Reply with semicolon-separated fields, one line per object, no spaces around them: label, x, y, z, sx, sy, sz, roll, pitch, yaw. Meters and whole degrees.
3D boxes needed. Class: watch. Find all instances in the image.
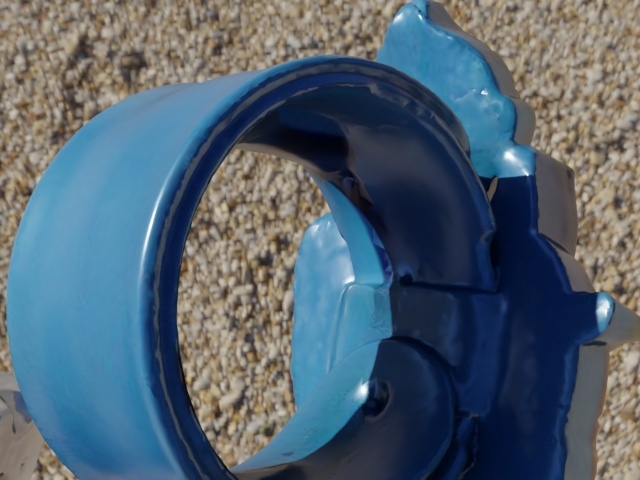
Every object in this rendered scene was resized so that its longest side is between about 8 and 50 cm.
watch;0.000;0.000;0.563;0.274;0.241;0.305;10;80;-39

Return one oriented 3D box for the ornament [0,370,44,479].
ornament;-0.372;0.194;0.782;0.239;0.240;0.239;21;94;7
